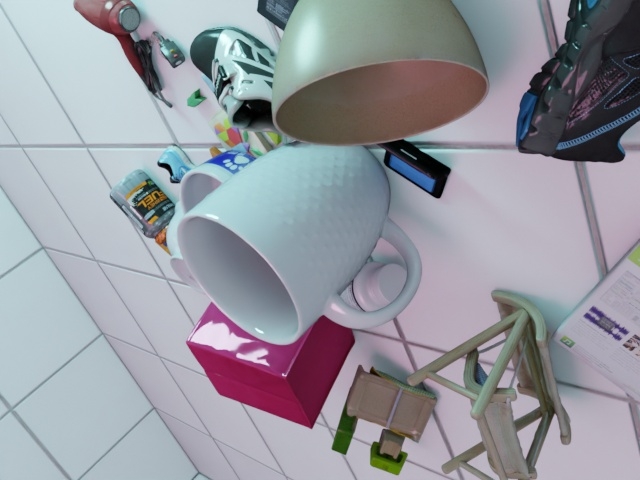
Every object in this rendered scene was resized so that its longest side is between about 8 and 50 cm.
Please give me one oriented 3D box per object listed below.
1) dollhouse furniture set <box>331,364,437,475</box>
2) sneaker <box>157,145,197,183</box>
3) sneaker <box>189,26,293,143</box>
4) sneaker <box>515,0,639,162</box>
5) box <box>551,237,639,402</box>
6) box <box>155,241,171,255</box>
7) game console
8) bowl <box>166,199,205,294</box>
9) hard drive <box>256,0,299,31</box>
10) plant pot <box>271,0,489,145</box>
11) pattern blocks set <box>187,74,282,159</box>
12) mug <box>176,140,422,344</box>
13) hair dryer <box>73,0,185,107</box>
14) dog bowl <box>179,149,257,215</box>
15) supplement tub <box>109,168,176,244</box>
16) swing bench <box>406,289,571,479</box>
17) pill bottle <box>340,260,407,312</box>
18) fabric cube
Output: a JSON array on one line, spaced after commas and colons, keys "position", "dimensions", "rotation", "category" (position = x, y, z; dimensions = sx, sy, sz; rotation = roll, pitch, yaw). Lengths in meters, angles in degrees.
[{"position": [0.164, 0.408, 1.703], "dimensions": [0.197, 0.151, 0.302], "rotation": [19, 125, 6], "category": "dollhouse furniture set"}, {"position": [-0.329, -0.149, 1.653], "dimensions": [0.162, 0.073, 0.063], "rotation": [43, 149, 0], "category": "sneaker"}, {"position": [-0.140, -0.276, 1.224], "dimensions": [0.330, 0.146, 0.122], "rotation": [31, 147, 27], "category": "sneaker"}, {"position": [0.342, -0.225, 0.763], "dimensions": [0.139, 0.125, 0.341], "rotation": [15, 141, -1], "category": "sneaker"}, {"position": [0.506, 0.125, 0.985], "dimensions": [0.232, 0.058, 0.322], "rotation": [37, 149, 15], "category": "box"}, {"position": [-0.381, 0.018, 1.895], "dimensions": [0.136, 0.081, 0.028], "rotation": [39, 147, 12], "category": "box"}, {"position": [0.145, -0.117, 1.131], "dimensions": [0.122, 0.107, 0.071], "rotation": [35, 118, 18], "category": "game console"}, {"position": [-0.281, 0.042, 1.712], "dimensions": [0.297, 0.134, 0.298], "rotation": [27, 149, 17], "category": "bowl"}, {"position": [-0.055, -0.400, 1.095], "dimensions": [0.094, 0.022, 0.135], "rotation": [39, 148, 13], "category": "hard drive"}, {"position": [0.066, -0.263, 0.914], "dimensions": [0.284, 0.284, 0.191], "rotation": [-24, 71, 57], "category": "plant pot"}, {"position": [-0.160, -0.198, 1.443], "dimensions": [0.325, 0.026, 0.285], "rotation": [48, 148, -1], "category": "pattern blocks set"}, {"position": [0.000, 0.000, 1.186], "dimensions": [0.374, 0.328, 0.276], "rotation": [37, 147, 15], "category": "mug"}, {"position": [-0.419, -0.418, 1.455], "dimensions": [0.293, 0.080, 0.223], "rotation": [47, 149, 0], "category": "hair dryer"}, {"position": [-0.177, -0.056, 1.473], "dimensions": [0.265, 0.104, 0.265], "rotation": [30, 140, 29], "category": "dog bowl"}, {"position": [-0.462, -0.088, 1.841], "dimensions": [0.190, 0.117, 0.117], "rotation": [47, 149, -1], "category": "supplement tub"}, {"position": [0.315, 0.268, 1.171], "dimensions": [0.165, 0.254, 0.253], "rotation": [19, 141, 51], "category": "swing bench"}, {"position": [0.093, 0.101, 1.399], "dimensions": [0.108, 0.108, 0.193], "rotation": [54, 147, -11], "category": "pill bottle"}, {"position": [-0.102, 0.234, 1.576], "dimensions": [0.258, 0.254, 0.259], "rotation": [13, 145, 25], "category": "fabric cube"}]
